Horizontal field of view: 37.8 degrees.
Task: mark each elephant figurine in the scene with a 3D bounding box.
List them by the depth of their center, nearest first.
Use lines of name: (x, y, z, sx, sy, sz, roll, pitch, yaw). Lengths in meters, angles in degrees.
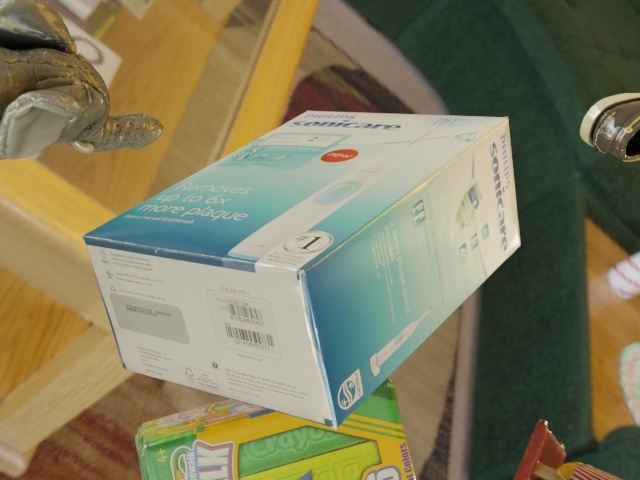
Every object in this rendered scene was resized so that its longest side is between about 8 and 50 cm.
elephant figurine: (-0.276, -0.137, 0.872, 0.239, 0.186, 0.169, -19, 102, -12)

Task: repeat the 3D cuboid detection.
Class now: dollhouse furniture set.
dollhouse furniture set: (0.332, 0.346, 1.035, 0.152, 0.201, 0.374, -62, 149, -13)

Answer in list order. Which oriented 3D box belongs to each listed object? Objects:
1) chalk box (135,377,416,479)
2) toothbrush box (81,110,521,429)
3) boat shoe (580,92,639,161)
chalk box: (-0.070, 0.240, 0.850, 0.289, 0.179, 0.180, -14, 88, -13)
toothbrush box: (0.000, 0.000, 0.756, 0.295, 0.216, 0.126, -34, 123, -44)
boat shoe: (0.417, -0.147, 1.103, 0.228, 0.081, 0.068, -20, 43, -19)
